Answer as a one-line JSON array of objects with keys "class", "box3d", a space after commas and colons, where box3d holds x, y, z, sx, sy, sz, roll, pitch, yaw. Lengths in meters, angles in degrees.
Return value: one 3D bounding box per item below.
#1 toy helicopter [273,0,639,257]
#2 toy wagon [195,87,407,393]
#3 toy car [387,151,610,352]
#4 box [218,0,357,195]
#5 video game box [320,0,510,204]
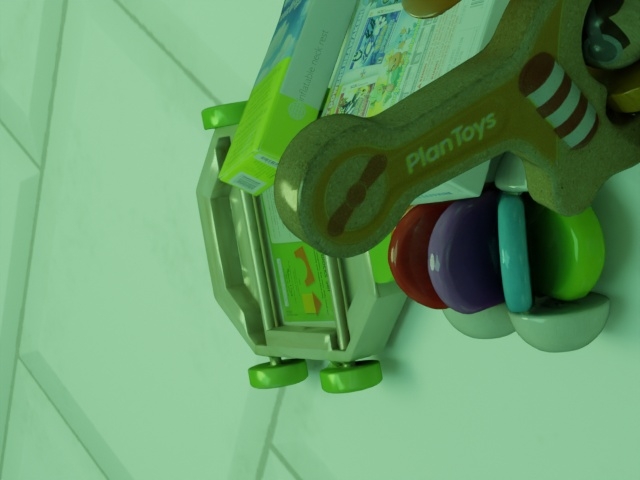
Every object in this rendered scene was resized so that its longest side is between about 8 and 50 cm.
[{"class": "toy helicopter", "box3d": [0.120, -0.107, 1.027, 0.140, 0.355, 0.235, 31, 143, 47]}, {"class": "toy wagon", "box3d": [0.000, 0.000, 1.491, 0.344, 0.068, 0.267, -3, 99, 55]}, {"class": "toy car", "box3d": [0.124, 0.004, 1.251, 0.182, 0.136, 0.159, 8, 107, 54]}, {"class": "box", "box3d": [-0.024, -0.133, 1.378, 0.109, 0.042, 0.178, -29, 39, 67]}, {"class": "video game box", "box3d": [0.076, -0.123, 1.269, 0.187, 0.048, 0.205, -4, 63, 54]}]
